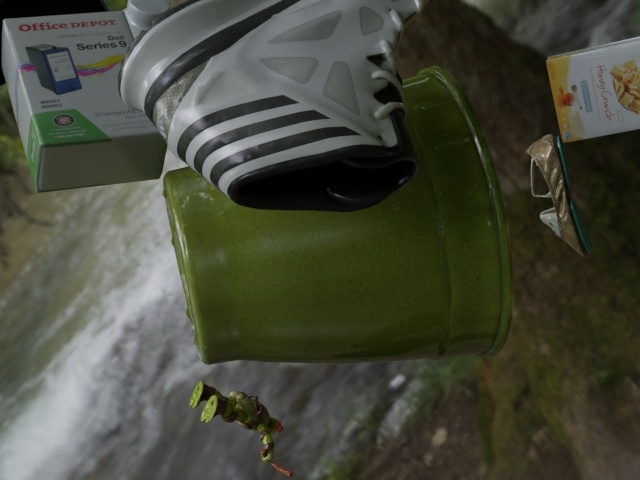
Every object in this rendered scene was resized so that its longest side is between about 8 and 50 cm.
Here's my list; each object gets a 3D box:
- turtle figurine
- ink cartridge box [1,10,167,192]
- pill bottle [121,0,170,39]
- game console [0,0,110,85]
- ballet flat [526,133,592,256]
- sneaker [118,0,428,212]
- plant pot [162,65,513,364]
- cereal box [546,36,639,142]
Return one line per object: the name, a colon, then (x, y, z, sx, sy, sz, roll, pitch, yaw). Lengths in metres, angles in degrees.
turtle figurine: (-0.154, 0.370, 2.226, 0.087, 0.217, 0.269, -51, 37, 14)
ink cartridge box: (-0.288, -0.172, 1.298, 0.093, 0.154, 0.212, 110, 144, -48)
pill bottle: (-0.328, -0.365, 1.970, 0.103, 0.103, 0.184, -74, 5, -45)
game console: (-0.364, -0.232, 1.515, 0.213, 0.361, 0.044, -26, 59, 0)
ballet flat: (0.381, -0.067, 1.734, 0.067, 0.206, 0.073, -16, -6, 21)
sneaker: (0.051, -0.171, 1.072, 0.448, 0.257, 0.169, -33, -20, -21)
plant pot: (0.000, 0.000, 1.308, 0.353, 0.366, 0.366, -12, 27, -9)
cereal box: (0.573, -0.295, 2.073, 0.240, 0.173, 0.047, -11, 17, 19)
